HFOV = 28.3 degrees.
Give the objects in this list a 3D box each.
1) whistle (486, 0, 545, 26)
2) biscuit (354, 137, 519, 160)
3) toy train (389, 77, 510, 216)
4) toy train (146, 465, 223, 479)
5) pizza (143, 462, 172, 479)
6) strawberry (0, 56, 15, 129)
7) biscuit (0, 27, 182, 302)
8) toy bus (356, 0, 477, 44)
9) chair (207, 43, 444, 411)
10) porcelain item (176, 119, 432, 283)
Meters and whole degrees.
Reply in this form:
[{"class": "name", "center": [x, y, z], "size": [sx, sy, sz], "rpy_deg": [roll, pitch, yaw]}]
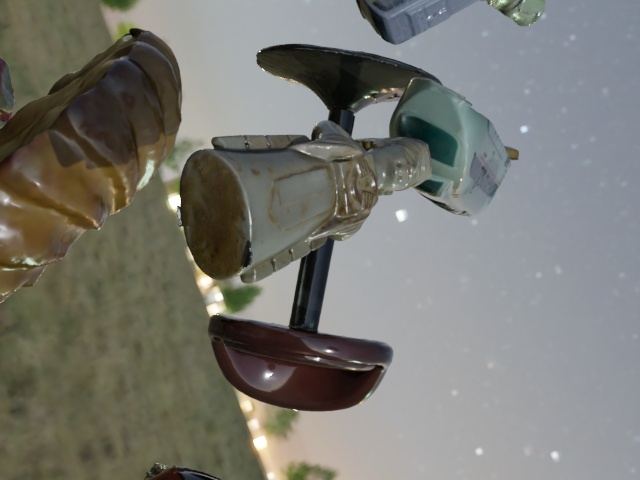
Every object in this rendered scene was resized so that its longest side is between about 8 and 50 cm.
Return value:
[{"class": "whistle", "center": [0.164, -0.327, 1.463], "size": [0.258, 0.126, 0.067], "rpy_deg": [28, 50, -34]}, {"class": "biscuit", "center": [0.181, -0.147, 2.035], "size": [0.172, 0.254, 0.029], "rpy_deg": [10, -80, 45]}, {"class": "toy train", "center": [0.122, -0.082, 1.233], "size": [0.086, 0.088, 0.407], "rpy_deg": [31, 3, 11]}, {"class": "toy train", "center": [-0.191, 0.295, 1.215], "size": [0.409, 0.086, 0.089], "rpy_deg": [-34, -140, 43]}, {"class": "pizza", "center": [-0.143, 0.356, 1.423], "size": [0.185, 0.052, 0.195], "rpy_deg": [33, -59, 40]}, {"class": "strawberry", "center": [-0.554, -0.196, 1.513], "size": [0.345, 0.295, 0.317], "rpy_deg": [33, 26, 1]}, {"class": "biscuit", "center": [-0.235, -0.044, 1.027], "size": [0.107, 0.325, 0.326], "rpy_deg": [51, -2, -14]}, {"class": "toy bus", "center": [0.134, -0.277, 1.338], "size": [0.075, 0.190, 0.064], "rpy_deg": [59, -2, 31]}, {"class": "chair", "center": [0.000, 0.000, 1.439], "size": [0.226, 0.226, 0.401], "rpy_deg": [154, -54, -84]}, {"class": "porcelain item", "center": [0.005, -0.033, 0.777], "size": [0.054, 0.213, 0.084], "rpy_deg": [3, -77, 37]}]
